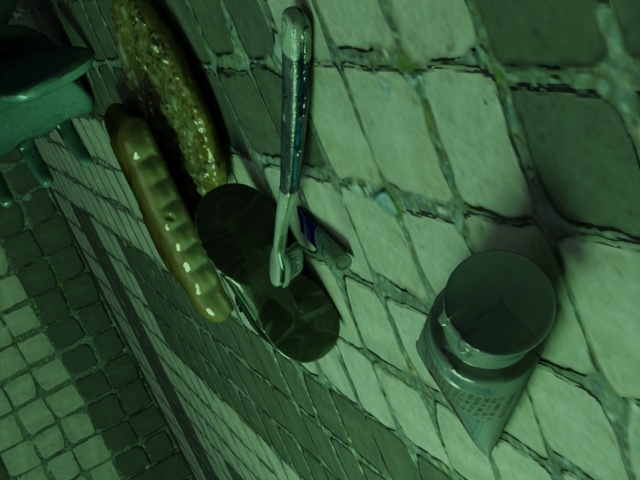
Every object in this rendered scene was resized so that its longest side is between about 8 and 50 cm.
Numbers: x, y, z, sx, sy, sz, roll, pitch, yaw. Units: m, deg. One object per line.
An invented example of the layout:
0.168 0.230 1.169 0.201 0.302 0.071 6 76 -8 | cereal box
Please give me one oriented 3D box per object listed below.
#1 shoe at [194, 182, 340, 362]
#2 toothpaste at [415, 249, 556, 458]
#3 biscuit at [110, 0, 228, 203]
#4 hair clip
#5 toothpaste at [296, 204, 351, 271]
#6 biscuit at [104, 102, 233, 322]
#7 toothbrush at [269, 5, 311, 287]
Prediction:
-0.050 0.034 0.891 0.169 0.071 0.099 56 166 8 | shoe
0.082 0.068 0.582 0.089 0.057 0.234 59 170 18 | toothpaste
-0.140 -0.130 0.958 0.219 0.033 0.219 54 161 29 | biscuit
-0.458 -0.175 1.349 0.392 0.318 0.238 50 161 30 | hair clip
0.000 0.000 0.780 0.083 0.015 0.024 -133 29 -54 | toothpaste
-0.171 -0.039 1.104 0.325 0.044 0.217 -141 28 -72 | biscuit
-0.019 -0.050 0.723 0.024 0.026 0.288 49 155 26 | toothbrush
